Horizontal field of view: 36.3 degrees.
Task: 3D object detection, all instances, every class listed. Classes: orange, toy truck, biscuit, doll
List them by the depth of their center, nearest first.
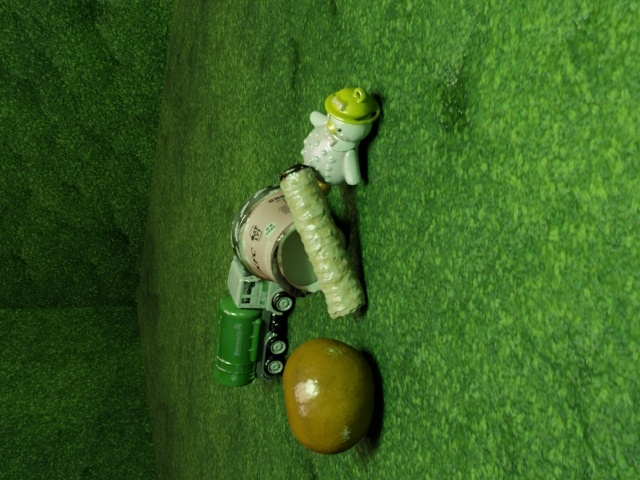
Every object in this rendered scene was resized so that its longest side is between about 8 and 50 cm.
[{"bbox_3d":[0.013,0.208,1.318,0.156,0.124,0.156,169,90,-86],"label":"orange"},{"bbox_3d":[0.026,-0.139,1.345,0.129,0.081,0.207,60,149,22],"label":"doll"},{"bbox_3d":[0.000,0.000,1.354,0.061,0.055,0.219,-22,91,29],"label":"biscuit"},{"bbox_3d":[-0.124,0.147,1.739,0.101,0.124,0.243,-120,36,-59],"label":"toy truck"}]

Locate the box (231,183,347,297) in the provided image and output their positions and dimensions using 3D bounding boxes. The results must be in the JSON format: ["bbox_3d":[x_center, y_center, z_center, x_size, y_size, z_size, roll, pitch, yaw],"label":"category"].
[{"bbox_3d":[-0.040,0.006,1.456,0.135,0.151,0.151,37,126,57],"label":"box"}]
